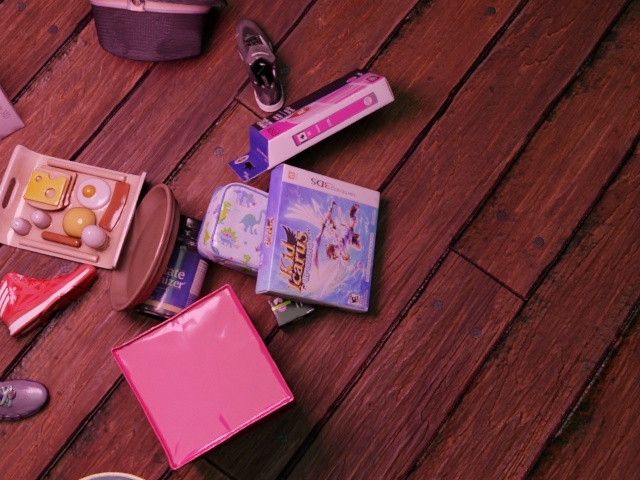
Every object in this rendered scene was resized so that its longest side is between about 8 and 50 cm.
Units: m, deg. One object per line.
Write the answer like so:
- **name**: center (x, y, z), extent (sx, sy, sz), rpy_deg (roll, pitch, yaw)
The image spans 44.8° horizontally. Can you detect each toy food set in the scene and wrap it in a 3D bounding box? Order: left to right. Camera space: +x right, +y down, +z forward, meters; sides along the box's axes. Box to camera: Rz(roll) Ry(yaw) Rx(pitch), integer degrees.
- **toy food set**: center (-0.548, -0.076, 1.677), extent (0.306, 0.092, 0.219), rpy_deg (13, 77, 6)

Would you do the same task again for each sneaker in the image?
- **sneaker**: center (-0.676, 0.325, 1.584), extent (0.224, 0.098, 0.083), rpy_deg (-4, 77, -1)
- **sneaker**: center (-0.595, 0.092, 1.648), extent (0.221, 0.087, 0.128), rpy_deg (-38, 81, -10)
- **sneaker**: center (-0.138, -0.414, 1.760), extent (0.078, 0.106, 0.234), rpy_deg (-17, 77, -5)

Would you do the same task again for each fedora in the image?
- **fedora**: center (-0.376, -0.484, 1.732), extent (0.334, 0.334, 0.152), rpy_deg (5, 110, 1)

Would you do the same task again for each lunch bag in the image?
- **lunch bag**: center (-0.138, -0.018, 1.635), extent (0.219, 0.090, 0.176), rpy_deg (20, 75, -29)

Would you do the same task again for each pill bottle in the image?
- **pill bottle**: center (-0.302, 0.062, 1.638), extent (0.123, 0.123, 0.219), rpy_deg (14, 77, 3)

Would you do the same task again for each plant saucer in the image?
- **plant saucer**: center (-0.359, 0.017, 1.594), extent (0.041, 0.278, 0.277), rpy_deg (23, 75, -27)

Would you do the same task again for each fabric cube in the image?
- **fabric cube**: center (-0.217, 0.272, 1.520), extent (0.259, 0.258, 0.254), rpy_deg (-29, 80, -7)

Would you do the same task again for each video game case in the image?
- **video game case**: center (0.000, 0.000, 1.630), extent (0.244, 0.061, 0.269), rpy_deg (14, 75, -28)

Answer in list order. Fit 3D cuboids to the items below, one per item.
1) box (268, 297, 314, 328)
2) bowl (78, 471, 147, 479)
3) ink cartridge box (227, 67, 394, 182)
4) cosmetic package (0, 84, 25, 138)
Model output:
- **box**: center (-0.062, 0.143, 1.657), extent (0.083, 0.052, 0.062), rpy_deg (-24, 78, -7)
- **bowl**: center (-0.393, 0.592, 1.494), extent (0.290, 0.156, 0.289), rpy_deg (0, 77, -1)
- **ink cartridge box**: center (-0.035, -0.256, 1.692), extent (0.371, 0.176, 0.069), rpy_deg (-32, 115, -6)
- **cosmetic package**: center (-0.858, -0.249, 1.647), extent (0.385, 0.217, 0.156), rpy_deg (-32, 79, -10)
